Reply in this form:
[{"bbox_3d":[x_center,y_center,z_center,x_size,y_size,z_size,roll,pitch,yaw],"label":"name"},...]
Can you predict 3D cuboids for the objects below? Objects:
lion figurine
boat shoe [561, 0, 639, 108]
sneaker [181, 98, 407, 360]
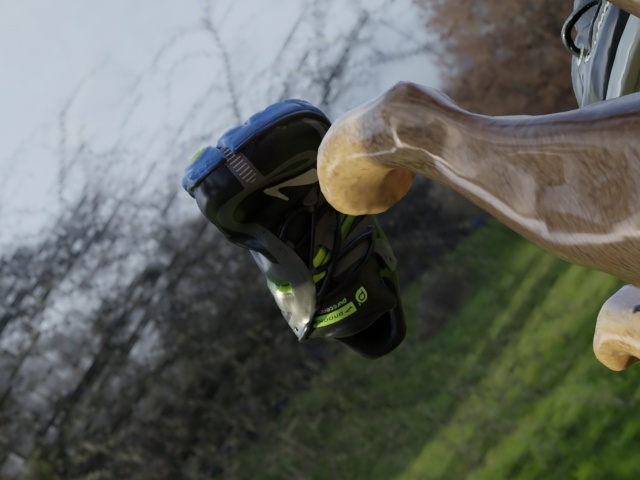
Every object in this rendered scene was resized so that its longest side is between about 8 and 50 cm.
[{"bbox_3d":[0.144,0.006,0.403,0.392,0.240,0.142,20,-83,-45],"label":"lion figurine"},{"bbox_3d":[0.188,-0.101,0.833,0.127,0.113,0.340,-41,-24,9],"label":"boat shoe"},{"bbox_3d":[0.000,0.000,0.671,0.067,0.078,0.188,-34,-31,3],"label":"sneaker"}]
